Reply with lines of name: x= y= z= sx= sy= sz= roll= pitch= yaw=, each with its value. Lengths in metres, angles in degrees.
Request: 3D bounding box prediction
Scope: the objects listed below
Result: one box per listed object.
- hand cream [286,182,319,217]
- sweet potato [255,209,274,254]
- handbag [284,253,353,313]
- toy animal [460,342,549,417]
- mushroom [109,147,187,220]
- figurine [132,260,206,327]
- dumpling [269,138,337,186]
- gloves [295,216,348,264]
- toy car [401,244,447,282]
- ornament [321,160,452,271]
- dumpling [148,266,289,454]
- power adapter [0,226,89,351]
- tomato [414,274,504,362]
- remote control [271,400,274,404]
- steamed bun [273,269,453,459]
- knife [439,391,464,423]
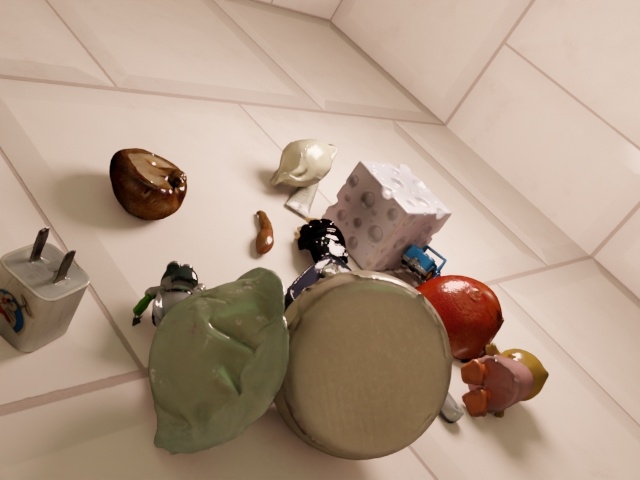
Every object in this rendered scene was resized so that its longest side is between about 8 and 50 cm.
hand cream: x=-0.046 y=-0.145 z=2.227 sx=0.080 sy=0.050 sz=0.234 roll=32 pitch=33 yaw=-5
sweet potato: x=-0.151 y=-0.026 z=1.926 sx=0.050 sy=0.050 sz=0.214 roll=24 pitch=25 yaw=-17
handbag: x=0.063 y=0.201 z=1.720 sx=0.329 sy=0.122 sz=0.303 roll=38 pitch=28 yaw=6
toy animal: x=0.493 y=0.360 z=1.874 sx=0.281 sy=0.169 sz=0.195 roll=-1 pitch=86 yaw=-54
mushroom: x=-0.424 y=-0.133 z=1.733 sx=0.194 sy=0.138 sz=0.231 roll=21 pitch=17 yaw=4
figurine: x=-0.291 y=0.133 z=1.449 sx=0.147 sy=0.126 sz=0.192 roll=23 pitch=39 yaw=-31
dumpling: x=-0.064 y=-0.238 z=2.209 sx=0.258 sy=0.193 sz=0.147 roll=-43 pitch=117 yaw=-42
gloves: x=0.000 y=0.000 z=1.983 sx=0.164 sy=0.124 sz=0.203 roll=27 pitch=31 yaw=-53
toy car: x=0.317 y=0.068 z=2.144 sx=0.097 sy=0.100 sz=0.191 roll=40 pitch=-1 yaw=26
ornament: x=0.199 y=-0.073 z=2.159 sx=0.240 sy=0.240 sz=0.239 roll=-2 pitch=45 yaw=-48
dumpling: x=-0.166 y=0.207 z=1.292 sx=0.270 sy=0.321 sz=0.212 roll=-4 pitch=-8 yaw=11
power adapter: x=-0.490 y=0.072 z=1.248 sx=0.130 sy=0.205 sz=0.125 roll=37 pitch=28 yaw=10
tomato: x=0.403 y=0.189 z=2.034 sx=0.309 sy=0.170 sz=0.309 roll=25 pitch=29 yaw=-15
remote control: x=-0.204 y=0.272 z=1.416 sx=0.250 sy=0.034 sz=0.103 roll=15 pitch=33 yaw=-30
steamed bun: x=0.073 y=0.248 z=1.445 sx=0.374 sy=0.374 sz=0.241 roll=31 pitch=-10 yaw=-6
knife: x=0.276 y=0.346 z=1.801 sx=0.073 sy=0.040 sz=0.265 roll=20 pitch=29 yaw=-47
